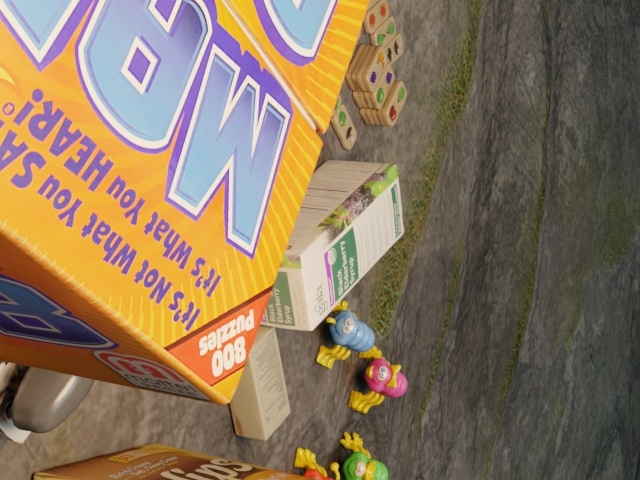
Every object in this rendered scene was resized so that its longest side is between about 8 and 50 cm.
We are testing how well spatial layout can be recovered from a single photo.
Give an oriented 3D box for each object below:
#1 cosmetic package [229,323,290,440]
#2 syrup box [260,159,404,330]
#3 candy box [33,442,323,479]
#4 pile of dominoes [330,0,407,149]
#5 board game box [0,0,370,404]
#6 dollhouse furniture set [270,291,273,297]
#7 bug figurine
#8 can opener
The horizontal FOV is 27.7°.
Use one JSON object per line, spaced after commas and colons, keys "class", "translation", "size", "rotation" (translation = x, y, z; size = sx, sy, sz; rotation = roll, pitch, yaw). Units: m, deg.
{"class": "cosmetic package", "translation": [-0.070, 0.150, 1.394], "size": [0.060, 0.041, 0.115], "rotation": [-43, 132, -51]}
{"class": "syrup box", "translation": [0.000, 0.000, 1.437], "size": [0.237, 0.096, 0.093], "rotation": [-45, 133, -51]}
{"class": "candy box", "translation": [-0.072, 0.255, 1.123], "size": [0.183, 0.316, 0.087], "rotation": [0, 97, -61]}
{"class": "pile of dominoes", "translation": [0.046, -0.247, 1.531], "size": [0.196, 0.040, 0.251], "rotation": [-65, 147, -31]}
{"class": "board game box", "translation": [-0.218, -0.160, 0.730], "size": [0.356, 0.356, 0.356], "rotation": [49, 54, -54]}
{"class": "dollhouse furniture set", "translation": [-0.132, -0.102, 1.112], "size": [0.262, 0.135, 0.259], "rotation": [-91, 166, -50]}
{"class": "bug figurine", "translation": [0.040, 0.215, 1.578], "size": [0.216, 0.072, 0.279], "rotation": [30, 69, -60]}
{"class": "can opener", "translation": [-0.183, 0.062, 1.112], "size": [0.283, 0.095, 0.076], "rotation": [-55, 141, -41]}
